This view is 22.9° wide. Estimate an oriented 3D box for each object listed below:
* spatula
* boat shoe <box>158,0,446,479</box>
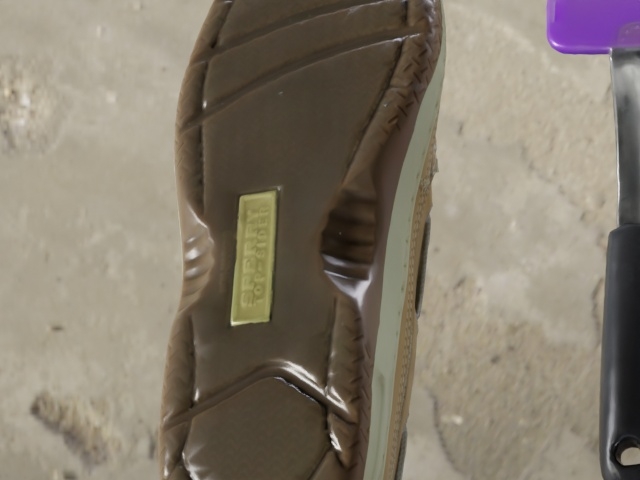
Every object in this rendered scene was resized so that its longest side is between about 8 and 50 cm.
[{"bbox_3d":[0.145,-0.030,0.731,0.084,0.030,0.296,-3,76,21],"label":"spatula"},{"bbox_3d":[0.000,0.000,0.405,0.068,0.072,0.190,-1,60,21],"label":"boat shoe"}]
